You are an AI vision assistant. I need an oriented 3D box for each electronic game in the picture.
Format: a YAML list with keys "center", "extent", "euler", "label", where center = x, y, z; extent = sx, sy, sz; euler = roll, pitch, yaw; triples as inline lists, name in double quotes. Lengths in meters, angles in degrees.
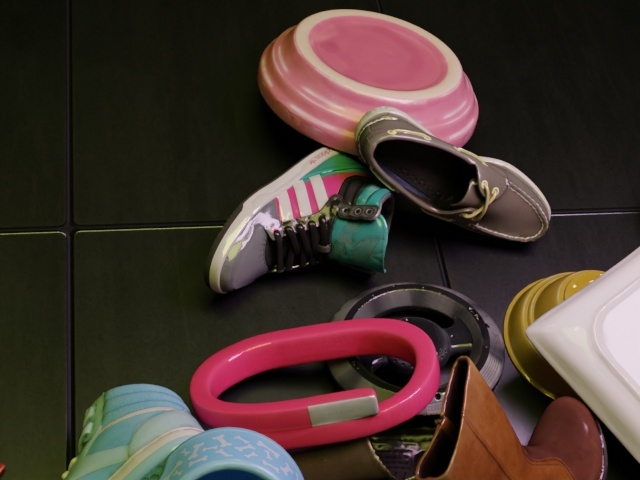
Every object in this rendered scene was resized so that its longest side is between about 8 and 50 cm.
- center: [0.119, 0.137, 1.549]
  extent: [0.229, 0.048, 0.229]
  euler: [0, 43, 0]
  label: "electronic game"

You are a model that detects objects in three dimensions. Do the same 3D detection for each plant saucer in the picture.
- center: [0.076, -0.241, 1.785]
  extent: [0.332, 0.084, 0.332]
  euler: [10, 38, -8]
  label: "plant saucer"

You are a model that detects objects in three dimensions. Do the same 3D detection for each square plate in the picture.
- center: [0.487, 0.141, 1.495]
  extent: [0.347, 0.049, 0.344]
  euler: [-33, 70, -22]
  label: "square plate"

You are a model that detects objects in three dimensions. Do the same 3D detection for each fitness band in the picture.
- center: [-0.007, 0.163, 1.418]
  extent: [0.291, 0.054, 0.209]
  euler: [-8, 21, 6]
  label: "fitness band"

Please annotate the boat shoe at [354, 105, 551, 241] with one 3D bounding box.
- center: [0.182, -0.072, 1.643]
  extent: [0.305, 0.109, 0.091]
  euler: [28, 22, -15]
  label: "boat shoe"

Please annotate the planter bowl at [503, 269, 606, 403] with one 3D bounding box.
- center: [0.353, 0.105, 1.584]
  extent: [0.217, 0.090, 0.217]
  euler: [3, 50, -4]
  label: "planter bowl"

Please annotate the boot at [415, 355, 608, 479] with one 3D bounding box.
- center: [0.208, 0.222, 1.359]
  extent: [0.096, 0.280, 0.264]
  euler: [-4, 47, 42]
  label: "boot"

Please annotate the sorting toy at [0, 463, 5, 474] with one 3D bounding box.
- center: [-0.494, 0.242, 1.384]
  extent: [0.274, 0.046, 0.132]
  euler: [26, 52, 13]
  label: "sorting toy"

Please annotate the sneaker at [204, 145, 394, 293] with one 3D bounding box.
- center: [0.000, 0.000, 1.607]
  extent: [0.178, 0.124, 0.295]
  euler: [28, 51, 26]
  label: "sneaker"

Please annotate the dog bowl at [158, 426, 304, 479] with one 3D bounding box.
- center: [-0.140, 0.321, 1.220]
  extent: [0.297, 0.074, 0.166]
  euler: [-42, 98, -1]
  label: "dog bowl"

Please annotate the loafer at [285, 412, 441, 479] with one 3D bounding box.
- center: [0.029, 0.243, 1.400]
  extent: [0.366, 0.130, 0.134]
  euler: [-6, 52, -13]
  label: "loafer"

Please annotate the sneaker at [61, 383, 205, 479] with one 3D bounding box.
- center: [-0.257, 0.284, 1.352]
  extent: [0.319, 0.127, 0.208]
  euler: [-32, 29, -5]
  label: "sneaker"
